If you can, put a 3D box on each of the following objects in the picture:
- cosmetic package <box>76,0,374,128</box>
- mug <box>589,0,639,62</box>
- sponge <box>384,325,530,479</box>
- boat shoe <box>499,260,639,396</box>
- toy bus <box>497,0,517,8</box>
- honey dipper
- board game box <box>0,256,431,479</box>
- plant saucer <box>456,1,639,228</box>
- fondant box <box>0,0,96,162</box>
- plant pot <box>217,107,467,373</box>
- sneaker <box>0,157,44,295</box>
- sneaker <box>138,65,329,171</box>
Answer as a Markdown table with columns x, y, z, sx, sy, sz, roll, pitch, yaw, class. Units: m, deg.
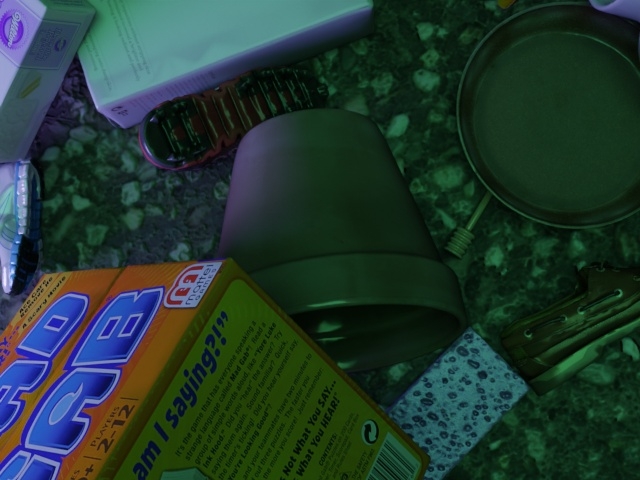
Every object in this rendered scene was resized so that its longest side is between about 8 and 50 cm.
| x | y | z | sx | sy | sz | roll | pitch | yaw | class |
| --- | --- | --- | --- | --- | --- | --- | --- | --- | --- |
| -0.139 | -0.321 | 1.385 | 0.385 | 0.156 | 0.217 | -19 | 86 | 0 | cosmetic package |
| 0.532 | -0.341 | 1.312 | 0.328 | 0.276 | 0.374 | 12 | 99 | -7 | mug |
| 0.169 | 0.230 | 1.392 | 0.117 | 0.031 | 0.210 | 45 | 90 | 5 | sponge |
| 0.378 | 0.075 | 1.356 | 0.307 | 0.111 | 0.104 | -35 | 82 | -4 | boat shoe |
| 0.270 | -0.457 | 1.396 | 0.211 | 0.149 | 0.220 | -32 | 87 | -16 | toy bus |
| 0.221 | -0.049 | 1.412 | 0.030 | 0.030 | 0.160 | 31 | 86 | 4 | honey dipper |
| -0.175 | 0.271 | 1.087 | 0.356 | 0.356 | 0.356 | 48 | 56 | -30 | board game box |
| 0.334 | -0.166 | 1.396 | 0.311 | 0.050 | 0.310 | 0 | 83 | -2 | plant saucer |
| -0.473 | -0.291 | 1.345 | 0.330 | 0.096 | 0.238 | 40 | 114 | 17 | fondant box |
| 0.000 | 0.000 | 1.301 | 0.323 | 0.323 | 0.280 | -9 | 70 | 1 | plant pot |
| -0.429 | -0.018 | 1.421 | 0.083 | 0.071 | 0.190 | -1 | 77 | 8 | sneaker |
| -0.124 | -0.162 | 1.400 | 0.276 | 0.135 | 0.097 | -22 | 92 | -23 | sneaker |
